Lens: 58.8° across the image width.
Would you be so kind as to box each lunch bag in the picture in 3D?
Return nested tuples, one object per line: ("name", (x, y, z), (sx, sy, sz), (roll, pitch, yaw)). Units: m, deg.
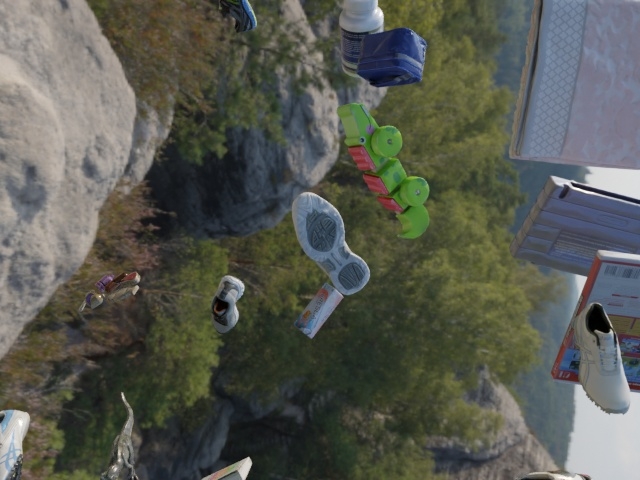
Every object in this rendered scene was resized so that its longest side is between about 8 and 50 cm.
("lunch bag", (0.097, -0.254, 0.811), (0.067, 0.098, 0.065), (15, 84, -45))

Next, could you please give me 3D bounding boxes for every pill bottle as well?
("pill bottle", (0.088, -0.444, 1.211), (0.169, 0.094, 0.094), (82, 24, -49))

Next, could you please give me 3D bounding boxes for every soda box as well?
("soda box", (-0.006, 0.237, 1.929), (0.183, 0.058, 0.063), (-52, 133, -9))

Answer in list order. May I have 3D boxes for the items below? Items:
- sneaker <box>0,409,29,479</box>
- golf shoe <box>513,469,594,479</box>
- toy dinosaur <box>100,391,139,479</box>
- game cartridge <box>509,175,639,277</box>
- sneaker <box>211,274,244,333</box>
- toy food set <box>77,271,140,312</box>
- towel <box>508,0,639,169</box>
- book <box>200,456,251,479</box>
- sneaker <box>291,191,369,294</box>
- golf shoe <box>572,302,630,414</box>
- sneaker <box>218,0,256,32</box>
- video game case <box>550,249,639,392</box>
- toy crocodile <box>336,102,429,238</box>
("sneaker", (-0.676, 0.453, 1.209), (0.237, 0.086, 0.085), (-133, -126, -59))
("golf shoe", (0.424, 0.520, 1.164), (0.273, 0.120, 0.105), (-45, -153, 43))
("toy dinosaur", (-0.437, 0.469, 1.258), (0.268, 0.063, 0.118), (-111, -164, -62))
("game cartridge", (0.671, -0.014, 1.387), (0.068, 0.354, 0.230), (-86, -169, -51))
("sneaker", (-0.334, 0.234, 1.923), (0.108, 0.100, 0.272), (-57, 169, -45))
("toy food set", (-0.351, 0.078, 0.946), (0.078, 0.122, 0.019), (-85, 151, -56))
("towel", (0.560, -0.315, 1.146), (0.053, 0.316, 0.332), (-108, -159, -73))
("book", (-0.255, 0.619, 1.475), (0.035, 0.144, 0.096), (63, 8, 3))
("sneaker", (0.000, 0.000, 1.060), (0.090, 0.115, 0.232), (-35, 124, -10))
("golf shoe", (0.441, 0.181, 0.894), (0.086, 0.069, 0.176), (73, 12, -51))
("sneaker", (-0.224, -0.594, 1.398), (0.188, 0.078, 0.067), (59, 6, -46))
("video game case", (0.563, 0.157, 1.035), (0.025, 0.203, 0.285), (-79, 176, -61))
("toy crocodile", (0.137, -0.151, 1.245), (0.105, 0.115, 0.341), (-43, 117, -17))
